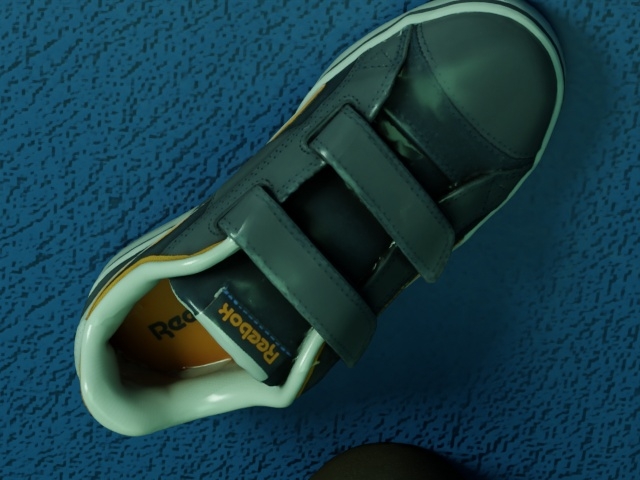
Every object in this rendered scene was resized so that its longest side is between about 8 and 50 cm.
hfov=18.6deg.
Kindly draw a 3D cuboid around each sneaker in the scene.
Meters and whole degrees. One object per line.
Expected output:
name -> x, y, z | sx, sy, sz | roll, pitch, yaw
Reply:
sneaker -> 0.000, 0.000, 1.045 | 0.321, 0.127, 0.126 | -39, 106, 20

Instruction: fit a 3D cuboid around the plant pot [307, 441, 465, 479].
plant pot -> 0.034, 0.219, 1.091 | 0.215, 0.230, 0.215 | 2, 116, 5
